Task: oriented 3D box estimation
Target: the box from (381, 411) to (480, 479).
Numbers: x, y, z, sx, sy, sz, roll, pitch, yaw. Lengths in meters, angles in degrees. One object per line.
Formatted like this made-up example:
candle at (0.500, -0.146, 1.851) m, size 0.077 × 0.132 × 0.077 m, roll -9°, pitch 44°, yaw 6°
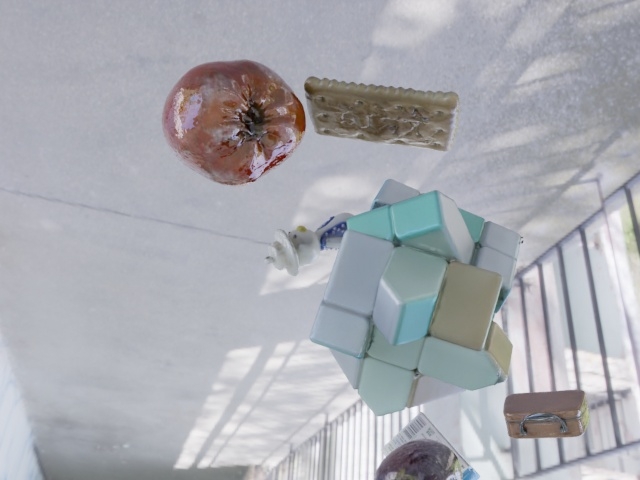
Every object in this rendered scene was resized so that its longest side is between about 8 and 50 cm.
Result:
box at (0.254, 0.521, 1.528) m, size 0.139 × 0.194 × 0.073 m, roll -43°, pitch 128°, yaw -2°

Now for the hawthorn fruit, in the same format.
hawthorn fruit at (-0.180, -0.246, 1.327) m, size 0.284 × 0.284 × 0.284 m, roll 3°, pitch 149°, yaw 2°

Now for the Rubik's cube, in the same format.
Rubik's cube at (0.114, 0.069, 0.745) m, size 0.224 × 0.213 × 0.265 m, roll 23°, pitch 127°, yaw 9°

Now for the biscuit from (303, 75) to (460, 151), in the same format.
biscuit at (0.130, -0.263, 1.393) m, size 0.324 × 0.044 × 0.217 m, roll 10°, pitch 159°, yaw 9°

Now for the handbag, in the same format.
handbag at (0.539, 0.419, 1.571) m, size 0.193 × 0.072 × 0.151 m, roll -8°, pitch -172°, yaw 28°

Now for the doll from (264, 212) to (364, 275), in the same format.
doll at (0.000, 0.000, 1.545) m, size 0.293 × 0.138 × 0.119 m, roll -20°, pitch 121°, yaw -20°

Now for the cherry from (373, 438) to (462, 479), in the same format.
cherry at (0.186, 0.448, 1.225) m, size 0.176 × 0.140 × 0.176 m, roll -6°, pitch -168°, yaw 1°
